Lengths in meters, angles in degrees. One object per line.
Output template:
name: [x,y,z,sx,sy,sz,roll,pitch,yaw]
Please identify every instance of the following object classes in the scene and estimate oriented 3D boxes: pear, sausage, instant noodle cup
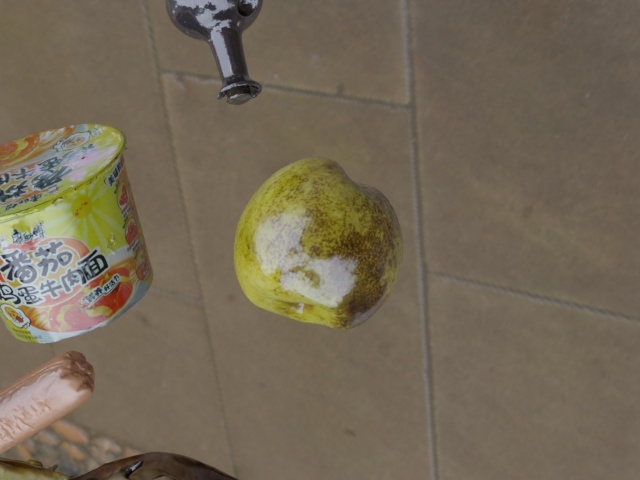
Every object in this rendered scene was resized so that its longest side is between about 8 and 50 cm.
pear: [0.000,0.000,1.202,0.197,0.197,0.197,18,128,25]
sausage: [-0.448,0.253,1.551,0.289,0.086,0.086,-32,99,26]
instant noodle cup: [-0.340,-0.006,1.328,0.264,0.264,0.200,4,123,34]

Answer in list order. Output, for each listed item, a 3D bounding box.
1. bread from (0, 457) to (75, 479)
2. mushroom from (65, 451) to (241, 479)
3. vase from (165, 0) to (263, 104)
bread: [-0.358,0.253,0.943,0.246,0.111,0.239,11,159,-23]
mushroom: [-0.140,0.286,0.754,0.267,0.254,0.267,0,87,4]
vase: [-0.118,-0.251,1.246,0.120,0.120,0.182,-25,75,43]
